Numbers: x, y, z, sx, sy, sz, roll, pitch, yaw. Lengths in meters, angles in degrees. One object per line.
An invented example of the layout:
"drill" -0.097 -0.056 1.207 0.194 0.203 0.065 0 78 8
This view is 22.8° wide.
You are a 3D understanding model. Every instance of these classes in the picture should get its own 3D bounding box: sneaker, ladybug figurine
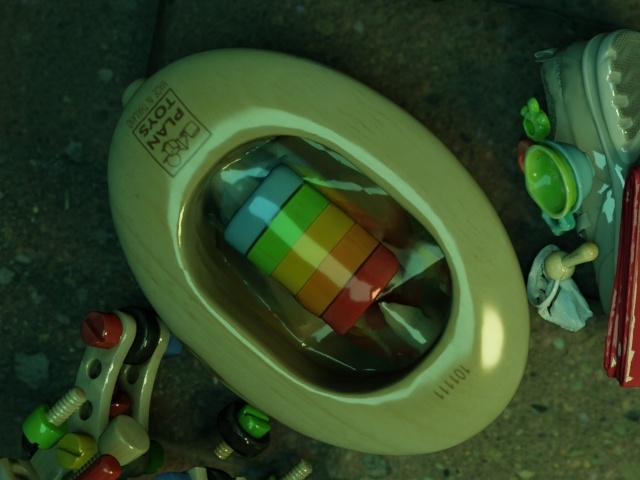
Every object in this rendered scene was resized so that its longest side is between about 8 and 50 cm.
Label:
"sneaker" 0.264 -0.056 1.453 0.115 0.105 0.281 7 112 48
"ladybug figurine" 0.000 0.000 1.466 0.449 0.162 0.305 44 106 1

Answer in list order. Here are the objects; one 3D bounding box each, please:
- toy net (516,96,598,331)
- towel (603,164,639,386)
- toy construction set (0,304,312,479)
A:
"toy net" 0.202 -0.009 1.440 0.045 0.122 0.232 -23 133 -21
"towel" 0.388 0.033 1.408 0.275 0.031 0.199 1 100 -15
"toy construction set" -0.213 0.229 1.494 0.237 0.309 0.257 -43 81 20
